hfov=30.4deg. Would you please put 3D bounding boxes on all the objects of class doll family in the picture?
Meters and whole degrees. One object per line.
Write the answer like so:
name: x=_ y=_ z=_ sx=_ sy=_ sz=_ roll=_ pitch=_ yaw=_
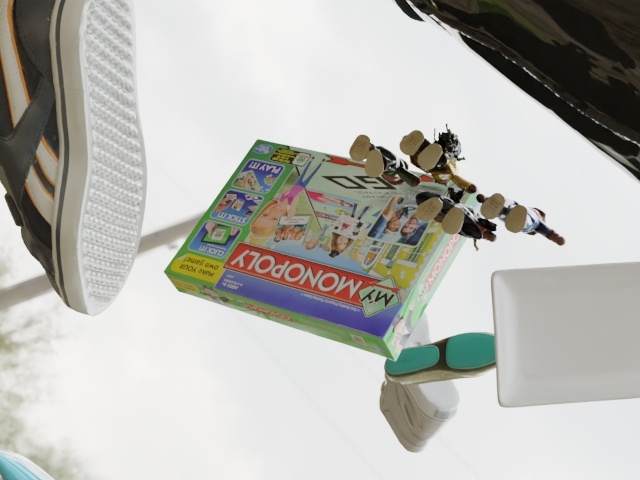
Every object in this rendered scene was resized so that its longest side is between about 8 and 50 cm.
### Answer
doll family: x=0.115 y=-0.041 z=0.992 sx=0.193 sy=0.111 sz=0.076 roll=44 pitch=-82 yaw=19

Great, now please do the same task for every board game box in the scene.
board game box: x=0.000 y=0.000 z=1.333 sx=0.317 sy=0.213 sz=0.046 roll=14 pitch=-31 yaw=36

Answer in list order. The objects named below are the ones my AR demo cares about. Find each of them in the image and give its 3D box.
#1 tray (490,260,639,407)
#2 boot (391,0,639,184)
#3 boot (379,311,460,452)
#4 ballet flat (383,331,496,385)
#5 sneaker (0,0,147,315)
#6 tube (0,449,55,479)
tray: x=0.312 y=0.096 z=1.251 sx=0.030 sy=0.271 sz=0.145 roll=167 pitch=-80 yaw=-83
boot: x=0.152 y=-0.220 z=0.879 sx=0.367 sy=0.146 sz=0.445 roll=46 pitch=4 yaw=-46
boot: x=0.113 y=0.186 z=1.744 sx=0.123 sy=0.095 sz=0.258 roll=-60 pitch=-143 yaw=37
ballet flat: x=0.158 y=0.146 z=1.428 sx=0.168 sy=0.052 sz=0.057 roll=-9 pitch=-123 yaw=31
sneaker: x=-0.232 y=-0.089 z=1.039 sx=0.128 sy=0.126 sz=0.321 roll=14 pitch=-61 yaw=17
tube: x=-0.121 y=0.197 z=0.680 sx=0.207 sy=0.052 sz=0.080 roll=49 pitch=-17 yaw=6
